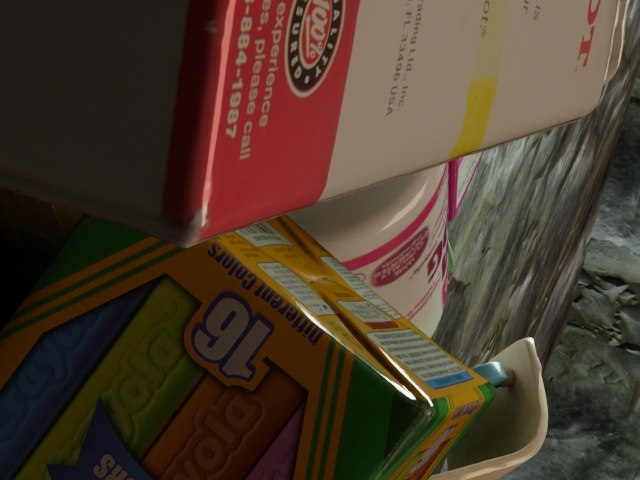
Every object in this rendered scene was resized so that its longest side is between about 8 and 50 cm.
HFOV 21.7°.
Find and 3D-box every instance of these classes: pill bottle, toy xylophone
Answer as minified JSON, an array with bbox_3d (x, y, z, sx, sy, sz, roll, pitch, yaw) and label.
[{"bbox_3d":[0.000,0.000,1.039,0.283,0.160,0.160,82,31,-63],"label":"pill bottle"},{"bbox_3d":[-0.012,0.155,1.047,0.322,0.081,0.236,-6,155,-42],"label":"toy xylophone"}]

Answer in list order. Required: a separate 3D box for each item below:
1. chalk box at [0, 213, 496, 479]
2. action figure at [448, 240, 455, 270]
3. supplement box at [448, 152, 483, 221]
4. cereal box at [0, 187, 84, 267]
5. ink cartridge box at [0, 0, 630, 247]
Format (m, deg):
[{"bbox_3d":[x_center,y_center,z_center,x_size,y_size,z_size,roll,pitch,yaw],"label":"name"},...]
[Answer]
[{"bbox_3d":[-0.082,0.132,0.796,0.289,0.179,0.180,-54,168,9],"label":"chalk box"},{"bbox_3d":[0.023,-0.080,1.140,0.232,0.137,0.063,80,25,-47],"label":"action figure"},{"bbox_3d":[0.068,-0.127,1.220,0.220,0.111,0.114,88,26,-58],"label":"supplement box"},{"bbox_3d":[-0.087,-0.123,0.772,0.173,0.047,0.240,82,30,-60],"label":"cereal box"},{"bbox_3d":[0.003,-0.176,0.650,0.384,0.160,0.279,-18,120,-61],"label":"ink cartridge box"}]
